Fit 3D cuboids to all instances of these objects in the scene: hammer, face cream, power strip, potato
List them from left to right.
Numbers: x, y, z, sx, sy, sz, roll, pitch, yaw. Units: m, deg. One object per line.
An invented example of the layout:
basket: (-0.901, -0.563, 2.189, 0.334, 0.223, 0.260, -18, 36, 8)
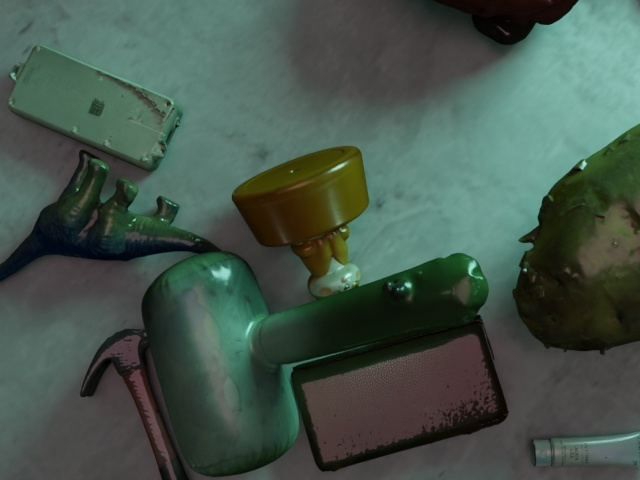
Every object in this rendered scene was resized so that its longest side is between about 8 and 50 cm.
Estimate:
power strip: (-0.241, -0.143, 0.782, 0.192, 0.035, 0.081, 23, 84, 6)
hammer: (-0.150, 0.225, 0.731, 0.111, 0.033, 0.288, -24, 82, 0)
hammer: (-0.011, 0.083, 0.631, 0.335, 0.119, 0.207, -21, 86, 34)
face cream: (0.263, 0.205, 0.711, 0.115, 0.020, 0.038, -2, 82, 1)
potato: (0.309, -0.008, 0.675, 0.296, 0.141, 0.192, -32, 98, -1)

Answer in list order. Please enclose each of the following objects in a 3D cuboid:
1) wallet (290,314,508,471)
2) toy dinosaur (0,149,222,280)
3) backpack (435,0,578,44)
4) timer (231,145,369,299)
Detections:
wallet: (0.078, 0.151, 0.724, 0.198, 0.031, 0.110, -17, 83, 2)
toy dinosaur: (-0.235, 0.017, 0.759, 0.247, 0.075, 0.188, 29, 95, 2)
backpack: (0.168, -0.319, 0.721, 0.229, 0.139, 0.229, 0, 83, 2)
timer: (0.000, 0.000, 0.719, 0.132, 0.132, 0.152, -20, 105, 1)
